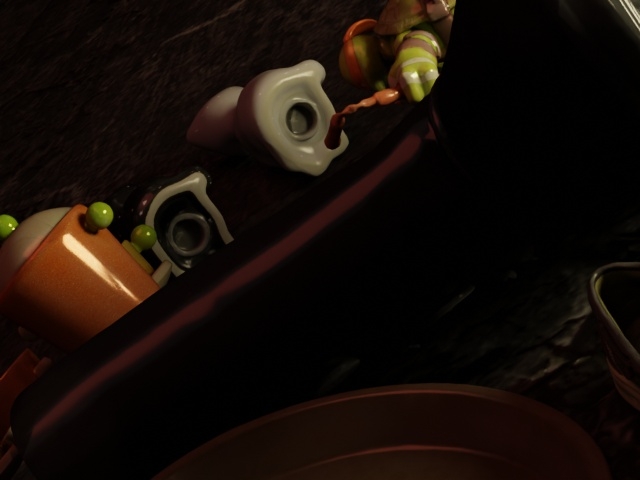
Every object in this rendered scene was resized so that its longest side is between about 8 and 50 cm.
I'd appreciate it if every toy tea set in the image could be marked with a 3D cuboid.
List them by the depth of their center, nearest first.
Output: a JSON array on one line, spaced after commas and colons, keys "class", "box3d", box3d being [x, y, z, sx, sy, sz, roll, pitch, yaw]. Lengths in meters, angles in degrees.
[{"class": "toy tea set", "box3d": [-0.245, 0.100, 1.337, 0.336, 0.124, 0.200, -51, 4, -8]}]

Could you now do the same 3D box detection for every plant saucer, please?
[{"class": "plant saucer", "box3d": [0.012, 0.159, 0.930, 0.278, 0.041, 0.278, -14, 23, 6]}]

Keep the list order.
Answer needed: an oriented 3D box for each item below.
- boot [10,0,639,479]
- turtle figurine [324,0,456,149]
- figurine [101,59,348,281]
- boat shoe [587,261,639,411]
[{"class": "boot", "box3d": [0.001, 0.001, 1.055, 0.445, 0.146, 0.367, -31, -17, 13]}, {"class": "turtle figurine", "box3d": [0.098, -0.153, 1.243, 0.217, 0.087, 0.269, -23, 6, 14]}, {"class": "figurine", "box3d": [-0.097, -0.060, 1.560, 0.215, 0.092, 0.209, -45, 19, -16]}, {"class": "boat shoe", "box3d": [0.195, 0.059, 0.894, 0.080, 0.073, 0.223, -44, 22, -9]}]
